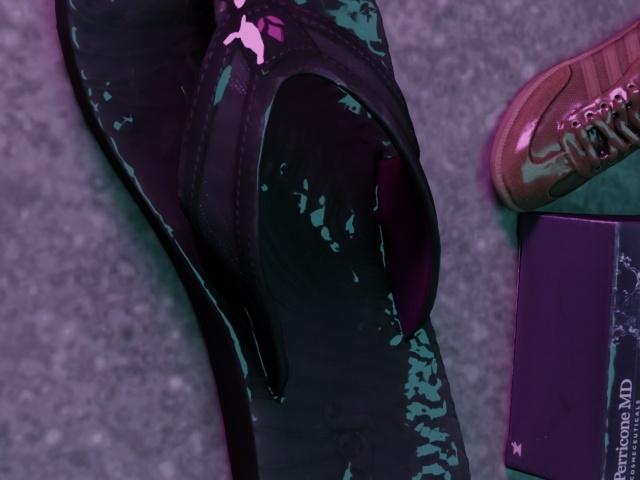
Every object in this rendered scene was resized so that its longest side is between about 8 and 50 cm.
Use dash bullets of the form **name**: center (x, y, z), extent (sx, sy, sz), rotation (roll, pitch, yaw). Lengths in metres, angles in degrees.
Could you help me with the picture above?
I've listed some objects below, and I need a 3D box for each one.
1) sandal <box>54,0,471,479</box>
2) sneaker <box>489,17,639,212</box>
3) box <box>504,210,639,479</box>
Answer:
- **sandal**: center (0.002, 0.000, 0.736), extent (0.167, 0.107, 0.446), rotation (-25, 106, -26)
- **sneaker**: center (0.178, -0.084, 0.852), extent (0.188, 0.071, 0.066), rotation (-41, 113, -22)
- **box**: center (0.201, 0.064, 0.867), extent (0.158, 0.093, 0.156), rotation (1, 94, -29)
